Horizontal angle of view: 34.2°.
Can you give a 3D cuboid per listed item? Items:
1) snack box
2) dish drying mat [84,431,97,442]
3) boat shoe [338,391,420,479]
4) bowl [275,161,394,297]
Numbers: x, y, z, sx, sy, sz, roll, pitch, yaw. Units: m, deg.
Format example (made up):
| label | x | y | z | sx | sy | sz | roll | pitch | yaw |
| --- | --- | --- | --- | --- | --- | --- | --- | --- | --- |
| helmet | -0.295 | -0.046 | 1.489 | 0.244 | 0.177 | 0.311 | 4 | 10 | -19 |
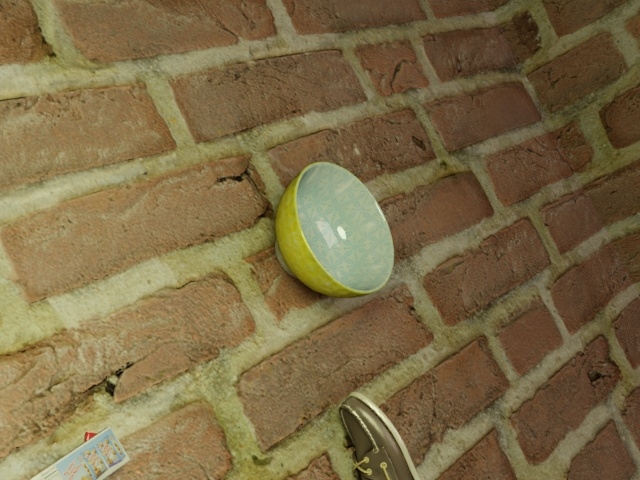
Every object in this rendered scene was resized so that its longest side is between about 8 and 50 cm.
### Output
| label | x | y | z | sx | sy | sz | roll | pitch | yaw |
| --- | --- | --- | --- | --- | --- | --- | --- | --- | --- |
| snack box | -0.371 | 0.353 | 1.580 | 0.178 | 0.022 | 0.064 | -32 | 91 | -49 |
| dish drying mat | -0.357 | 0.342 | 1.626 | 0.032 | 0.008 | 0.083 | 23 | 52 | -36 |
| boat shoe | 0.122 | 0.451 | 2.029 | 0.097 | 0.117 | 0.324 | -32 | 93 | -24 |
| bowl | 0.000 | 0.000 | 2.136 | 0.290 | 0.156 | 0.289 | 27 | 49 | -36 |
